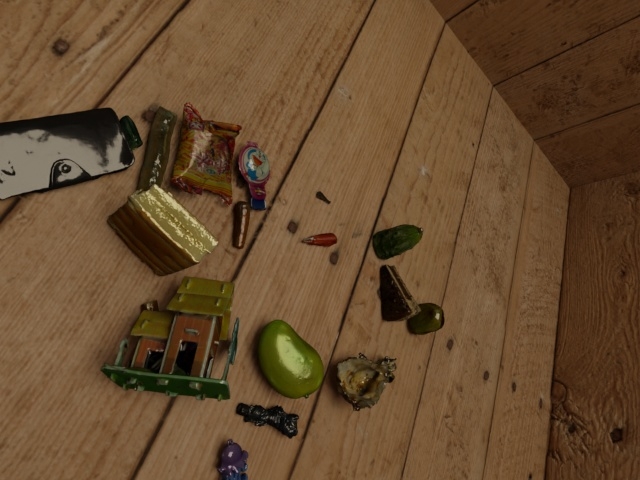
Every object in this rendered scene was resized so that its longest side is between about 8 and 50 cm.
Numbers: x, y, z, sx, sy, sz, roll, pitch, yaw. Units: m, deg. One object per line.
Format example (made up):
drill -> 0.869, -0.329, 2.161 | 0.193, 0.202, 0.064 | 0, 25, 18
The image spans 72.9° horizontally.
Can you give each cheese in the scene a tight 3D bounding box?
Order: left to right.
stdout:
cheese -> -0.225, -0.227, 1.515 | 0.155, 0.062, 0.244 | -1, 84, -53

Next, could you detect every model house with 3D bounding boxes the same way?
model house -> -0.376, 0.275, 1.226 | 0.300, 0.340, 0.324 | 9, 59, -4

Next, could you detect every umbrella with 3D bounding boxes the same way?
umbrella -> -0.163, 0.565, 1.393 | 0.224, 0.071, 0.080 | 29, 35, -25
umbrella -> 0.010, -0.171, 1.730 | 0.083, 0.020, 0.031 | 38, 59, -32

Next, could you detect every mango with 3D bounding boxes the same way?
mango -> -0.108, 0.399, 1.422 | 0.273, 0.149, 0.185 | 46, 62, -15

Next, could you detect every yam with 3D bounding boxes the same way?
yam -> -0.495, -0.258, 1.307 | 0.071, 0.067, 0.318 | 26, 65, -47

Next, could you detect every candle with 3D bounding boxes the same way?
candle -> 0.000, 0.000, 1.663 | 0.162, 0.048, 0.053 | -3, 99, -40

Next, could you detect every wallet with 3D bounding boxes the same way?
wallet -> -0.703, -0.236, 1.145 | 0.377, 0.051, 0.197 | -25, 95, -38

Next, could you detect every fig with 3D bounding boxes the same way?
fig -> 0.467, 0.350, 1.921 | 0.165, 0.154, 0.144 | -26, 114, -9

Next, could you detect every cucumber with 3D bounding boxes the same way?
cucumber -> -0.562, -0.321, 1.278 | 0.048, 0.048, 0.105 | -22, 94, -40
cucumber -> 0.341, -0.009, 1.821 | 0.134, 0.244, 0.134 | 13, 67, -33

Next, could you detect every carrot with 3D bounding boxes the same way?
carrot -> -0.267, -0.054, 1.457 | 0.055, 0.055, 0.162 | 13, 74, -37

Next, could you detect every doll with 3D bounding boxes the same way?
doll -> -0.260, 0.688, 1.289 | 0.110, 0.067, 0.206 | -13, 99, -54

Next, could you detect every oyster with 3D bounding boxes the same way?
oyster -> 0.183, 0.510, 1.643 | 0.337, 0.133, 0.198 | -10, 84, -42

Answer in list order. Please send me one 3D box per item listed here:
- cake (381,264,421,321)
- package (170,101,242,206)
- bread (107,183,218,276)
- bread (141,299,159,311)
cake -> 0.305, 0.236, 1.864 | 0.112, 0.135, 0.246 | 11, 44, -49
package -> -0.363, -0.271, 1.396 | 0.223, 0.108, 0.288 | 17, 76, -41
bread -> -0.445, -0.024, 1.188 | 0.246, 0.239, 0.111 | 50, 48, -21
bread -> -0.480, 0.214, 1.232 | 0.047, 0.036, 0.083 | -12, 91, -39
